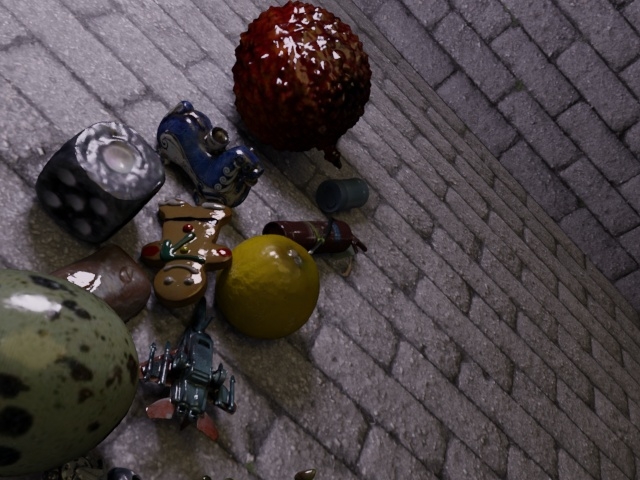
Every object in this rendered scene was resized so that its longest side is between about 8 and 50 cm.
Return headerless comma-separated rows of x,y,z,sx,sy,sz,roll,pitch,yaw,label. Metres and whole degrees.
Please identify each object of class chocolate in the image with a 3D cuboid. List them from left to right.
-0.427,0.098,1.080,0.161,0.083,0.261,48,37,-2,chocolate

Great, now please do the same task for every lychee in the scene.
-0.047,-0.440,1.677,0.425,0.425,0.499,-17,88,-52,lychee

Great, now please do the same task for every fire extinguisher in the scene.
0.000,0.000,1.598,0.341,0.105,0.141,-2,57,-47,fire extinguisher

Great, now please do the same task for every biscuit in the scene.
-0.288,0.015,1.245,0.197,0.049,0.301,1,47,2,biscuit

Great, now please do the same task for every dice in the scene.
-0.442,-0.117,1.163,0.181,0.183,0.182,46,38,-10,dice

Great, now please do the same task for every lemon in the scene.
-0.109,0.095,1.310,0.240,0.219,0.240,25,43,-26,lemon

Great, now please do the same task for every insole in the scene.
0.075,0.027,1.742,0.153,0.002,0.053,-18,74,-52,insole

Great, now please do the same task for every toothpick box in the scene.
0.071,-0.144,1.801,0.153,0.101,0.101,-11,68,-52,toothpick box

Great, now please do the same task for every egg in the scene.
-0.450,0.180,0.812,0.379,0.288,0.287,26,43,-35,egg

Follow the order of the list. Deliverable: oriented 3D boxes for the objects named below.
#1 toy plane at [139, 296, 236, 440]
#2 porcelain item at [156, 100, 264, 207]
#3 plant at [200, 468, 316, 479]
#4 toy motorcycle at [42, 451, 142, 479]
-0.248,0.227,1.143,0.223,0.104,0.326,30,41,-26,toy plane
-0.278,-0.215,1.420,0.288,0.186,0.138,51,38,1,porcelain item
-0.134,0.552,0.949,0.251,0.180,0.333,18,51,-23,plant
-0.325,0.462,0.866,0.173,0.108,0.307,11,54,-48,toy motorcycle
